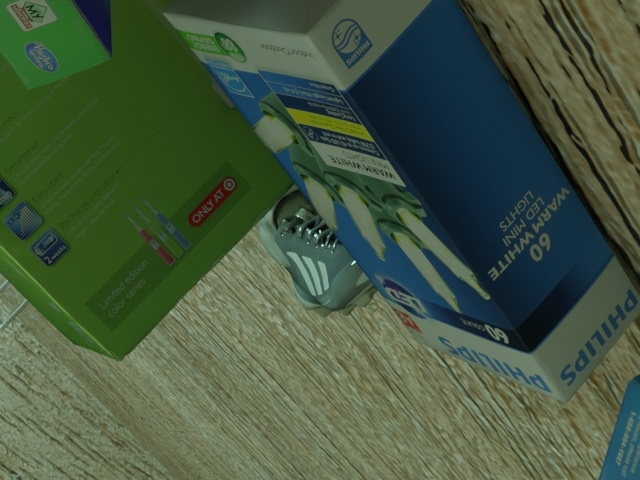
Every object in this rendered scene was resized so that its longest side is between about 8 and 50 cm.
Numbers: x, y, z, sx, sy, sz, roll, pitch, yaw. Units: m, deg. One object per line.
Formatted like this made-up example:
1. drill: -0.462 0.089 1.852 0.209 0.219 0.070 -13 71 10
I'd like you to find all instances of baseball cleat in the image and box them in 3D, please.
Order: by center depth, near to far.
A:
1. baseball cleat: 0.000 0.000 1.015 0.109 0.072 0.206 50 161 -2

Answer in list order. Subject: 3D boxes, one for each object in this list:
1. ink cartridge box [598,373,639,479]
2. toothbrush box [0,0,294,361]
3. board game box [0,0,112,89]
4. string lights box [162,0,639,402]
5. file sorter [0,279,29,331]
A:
1. ink cartridge box: 0.228 0.158 0.720 0.191 0.082 0.139 31 120 39
2. toothbrush box: -0.157 -0.101 0.879 0.283 0.206 0.122 47 165 -17
3. board game box: -0.176 -0.243 0.608 0.317 0.046 0.213 60 -164 -48
4. string lights box: 0.048 -0.040 0.765 0.133 0.077 0.259 19 152 54
5. file sorter: -0.479 -0.031 1.960 0.277 0.173 0.193 49 164 -19
